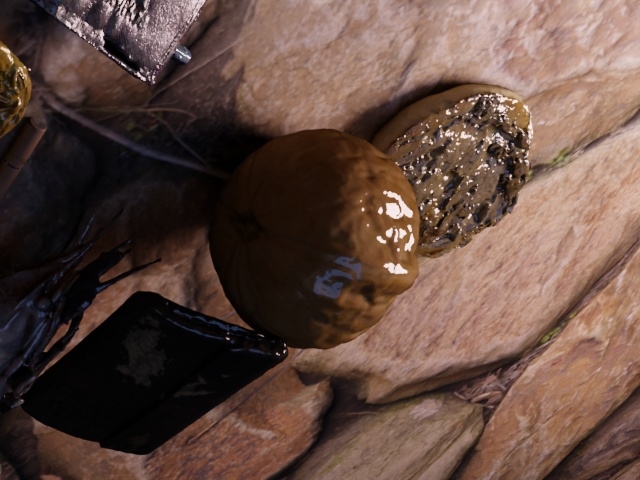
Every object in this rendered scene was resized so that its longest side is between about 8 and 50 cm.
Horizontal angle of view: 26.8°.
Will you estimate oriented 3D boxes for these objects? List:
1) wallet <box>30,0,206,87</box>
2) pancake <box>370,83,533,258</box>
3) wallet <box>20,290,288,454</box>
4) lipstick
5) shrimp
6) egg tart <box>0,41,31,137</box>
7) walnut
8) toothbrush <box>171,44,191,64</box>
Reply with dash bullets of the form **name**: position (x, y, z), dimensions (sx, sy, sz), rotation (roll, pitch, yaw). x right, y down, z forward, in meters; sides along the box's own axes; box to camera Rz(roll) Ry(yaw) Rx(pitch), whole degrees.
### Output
- **wallet**: position (-0.158, -0.203, 1.078), dimensions (0.111, 0.030, 0.166), rotation (-58, 148, -2)
- **pancake**: position (0.136, -0.070, 1.539), dimensions (0.282, 0.049, 0.282), rotation (-23, 147, -16)
- **wallet**: position (-0.182, 0.147, 1.387), dimensions (0.170, 0.044, 0.321), rotation (25, 145, -22)
- **lipstick**: position (-0.271, -0.069, 1.188), dimensions (0.019, 0.019, 0.094), rotation (6, 131, -47)
- **shrimp**: position (-0.295, 0.084, 1.288), dimensions (0.343, 0.116, 0.145), rotation (-35, 151, 15)
- **egg tart**: position (-0.291, -0.120, 1.066), dimensions (0.130, 0.052, 0.130), rotation (-23, 146, -16)
- **walnut**: position (0.000, 0.000, 1.354), dimensions (0.228, 0.228, 0.228), rotation (-24, 148, -16)
- **toothbrush**: position (-0.173, -0.194, 1.110), dimensions (0.019, 0.016, 0.219), rotation (-49, 146, 8)
